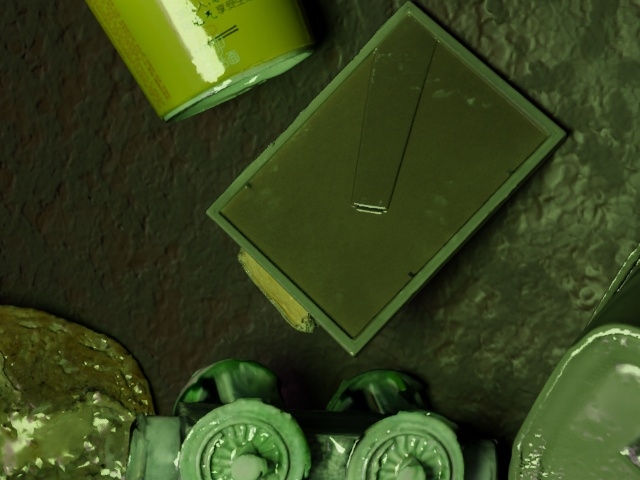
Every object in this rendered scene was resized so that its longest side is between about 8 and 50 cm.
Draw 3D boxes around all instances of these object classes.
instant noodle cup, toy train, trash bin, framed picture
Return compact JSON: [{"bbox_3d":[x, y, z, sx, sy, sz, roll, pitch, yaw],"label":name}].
[{"bbox_3d":[-0.116,-0.235,1.448,0.216,0.215,0.236,-26,92,31],"label":"instant noodle cup"},{"bbox_3d":[-0.013,0.233,1.403,0.307,0.173,0.248,6,97,-11],"label":"toy train"},{"bbox_3d":[0.263,0.125,1.235,0.219,0.250,0.219,32,112,17],"label":"trash bin"},{"bbox_3d":[0.051,-0.053,1.406,0.184,0.016,0.250,42,88,19],"label":"framed picture"}]

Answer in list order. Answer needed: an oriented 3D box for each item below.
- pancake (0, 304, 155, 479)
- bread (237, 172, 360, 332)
[{"bbox_3d":[-0.327,0.229,1.593,0.387,0.082,0.386,2,69,-5],"label":"pancake"},{"bbox_3d":[-0.001,0.001,1.474,0.106,0.082,0.125,51,129,26],"label":"bread"}]
